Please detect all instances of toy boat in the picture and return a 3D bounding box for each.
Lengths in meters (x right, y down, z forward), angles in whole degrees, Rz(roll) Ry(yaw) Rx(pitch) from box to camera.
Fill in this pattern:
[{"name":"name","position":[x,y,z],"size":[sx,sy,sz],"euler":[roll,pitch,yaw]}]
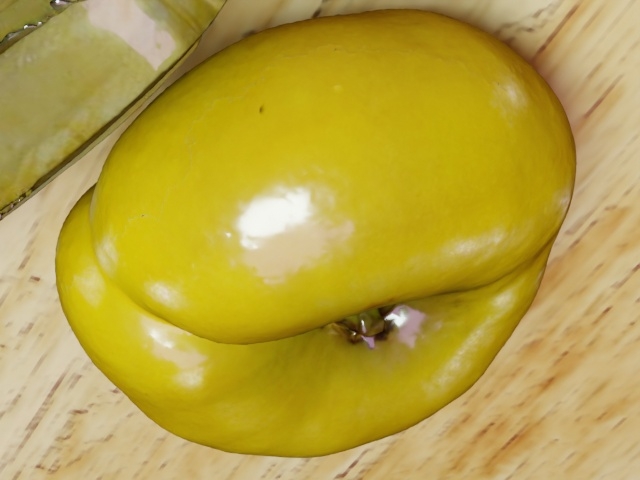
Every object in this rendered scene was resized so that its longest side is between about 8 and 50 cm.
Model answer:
[{"name":"toy boat","position":[-0.112,-0.047,0.511],"size":[0.226,0.088,0.068],"euler":[-34,118,25]}]

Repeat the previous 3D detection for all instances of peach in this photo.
[{"name":"peach","position":[0.000,0.000,0.533],"size":[0.179,0.103,0.179],"euler":[-15,144,-11]}]
